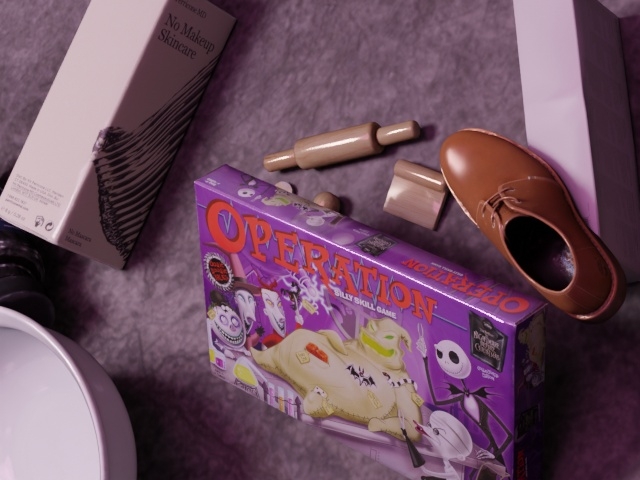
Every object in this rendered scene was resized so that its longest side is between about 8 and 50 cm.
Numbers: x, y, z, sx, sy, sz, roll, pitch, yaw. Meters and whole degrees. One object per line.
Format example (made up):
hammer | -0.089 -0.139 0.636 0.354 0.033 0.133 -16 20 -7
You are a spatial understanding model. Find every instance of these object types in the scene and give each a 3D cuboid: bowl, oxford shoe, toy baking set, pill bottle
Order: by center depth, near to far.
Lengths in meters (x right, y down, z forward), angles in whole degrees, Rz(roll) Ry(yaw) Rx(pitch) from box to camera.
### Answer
oxford shoe | 0.154 -0.024 1.517 0.076 0.076 0.212 -51 52 13
toy baking set | 0.001 -0.007 1.757 0.256 0.030 0.197 -7 71 32
bowl | -0.269 0.203 1.784 0.297 0.134 0.298 1 91 34
pill bottle | -0.345 0.014 1.914 0.123 0.123 0.219 -47 52 12

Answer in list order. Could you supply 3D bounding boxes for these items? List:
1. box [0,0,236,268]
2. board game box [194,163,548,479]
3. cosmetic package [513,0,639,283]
box | -0.196 -0.121 1.876 0.094 0.113 0.275 24 90 36
board game box | 0.036 0.084 1.619 0.346 0.056 0.208 24 127 37
cosmetic package | 0.213 -0.086 1.603 0.060 0.099 0.239 -16 66 31
